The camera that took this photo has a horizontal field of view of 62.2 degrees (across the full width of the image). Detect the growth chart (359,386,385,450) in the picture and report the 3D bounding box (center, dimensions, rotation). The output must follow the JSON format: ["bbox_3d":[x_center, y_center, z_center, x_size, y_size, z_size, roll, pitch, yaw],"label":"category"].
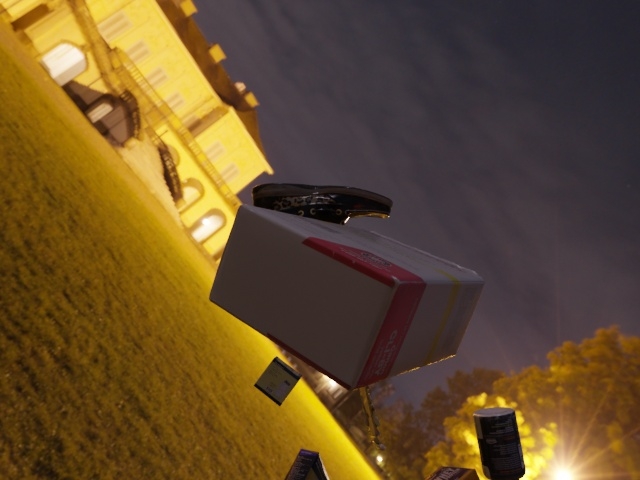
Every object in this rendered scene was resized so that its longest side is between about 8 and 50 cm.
[{"bbox_3d":[0.123,0.420,1.361,0.172,0.021,0.237,120,-42,-79],"label":"growth chart"}]

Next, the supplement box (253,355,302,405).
[{"bbox_3d":[-0.103,0.342,1.298,0.083,0.083,0.056,37,-5,6],"label":"supplement box"}]

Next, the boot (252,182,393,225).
[{"bbox_3d":[0.000,0.000,1.406,0.138,0.378,0.284,146,-52,-77],"label":"boot"}]

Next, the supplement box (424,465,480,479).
[{"bbox_3d":[0.535,1.002,2.064,0.194,0.129,0.191,-32,-98,56],"label":"supplement box"}]

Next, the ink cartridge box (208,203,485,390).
[{"bbox_3d":[0.065,0.080,0.859,0.279,0.160,0.385,25,10,32],"label":"ink cartridge box"}]

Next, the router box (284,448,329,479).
[{"bbox_3d":[-0.047,0.940,1.877,0.081,0.243,0.308,-1,-58,28],"label":"router box"}]

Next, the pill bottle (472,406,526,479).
[{"bbox_3d":[0.554,0.649,1.632,0.130,0.131,0.245,124,-41,-78],"label":"pill bottle"}]
